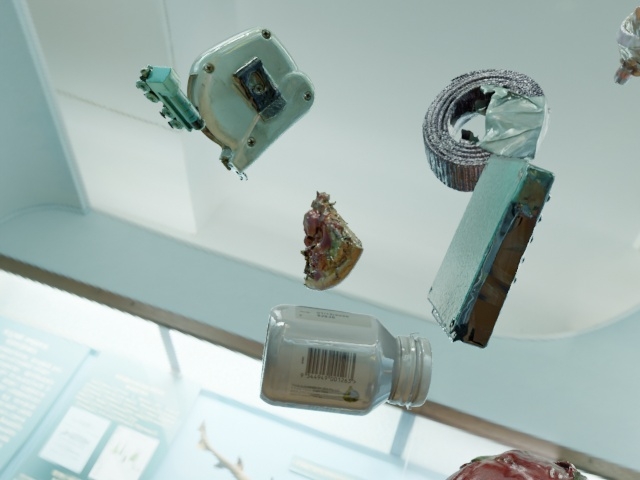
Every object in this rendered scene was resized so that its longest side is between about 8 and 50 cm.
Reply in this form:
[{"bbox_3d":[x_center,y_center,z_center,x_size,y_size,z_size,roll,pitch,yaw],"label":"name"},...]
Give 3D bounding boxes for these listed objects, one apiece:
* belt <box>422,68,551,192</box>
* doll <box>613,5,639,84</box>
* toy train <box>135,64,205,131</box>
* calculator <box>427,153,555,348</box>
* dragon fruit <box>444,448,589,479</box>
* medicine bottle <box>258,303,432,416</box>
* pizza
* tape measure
[{"bbox_3d":[0.366,-0.253,1.488,0.260,0.324,0.122,13,-34,27],"label":"belt"},{"bbox_3d":[0.340,-0.197,0.692,0.084,0.073,0.127,-41,-33,25],"label":"doll"},{"bbox_3d":[-0.149,-0.143,0.674,0.045,0.029,0.092,12,-23,28],"label":"toy train"},{"bbox_3d":[0.239,0.009,0.958,0.058,0.274,0.248,21,6,-3],"label":"calculator"},{"bbox_3d":[0.205,0.360,0.705,0.244,0.244,0.298,27,-56,-3],"label":"dragon fruit"},{"bbox_3d":[0.032,0.162,0.881,0.216,0.135,0.135,8,-38,-5],"label":"medicine bottle"},{"bbox_3d":[0.000,0.000,1.258,0.053,0.193,0.201,1,-31,-29],"label":"pizza"},{"bbox_3d":[-0.145,-0.287,1.342,0.246,0.243,0.125,51,-14,-27],"label":"tape measure"}]
